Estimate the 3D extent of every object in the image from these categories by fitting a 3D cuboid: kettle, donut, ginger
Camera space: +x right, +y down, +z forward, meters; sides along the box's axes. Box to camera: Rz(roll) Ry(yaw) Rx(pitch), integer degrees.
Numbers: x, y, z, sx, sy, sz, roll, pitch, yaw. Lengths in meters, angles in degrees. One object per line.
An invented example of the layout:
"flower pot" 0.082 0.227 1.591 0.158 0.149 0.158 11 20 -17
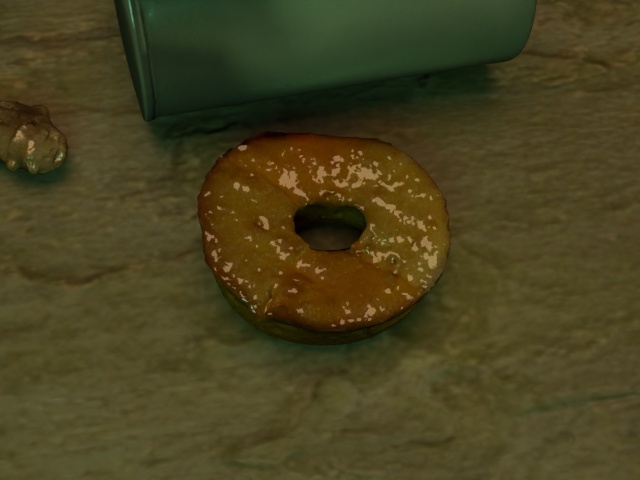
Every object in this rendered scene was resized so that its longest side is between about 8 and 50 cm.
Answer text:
"kettle" -0.001 -0.209 0.852 0.318 0.205 0.265 -10 28 -9
"donut" 0.000 0.002 0.832 0.190 0.075 0.174 -13 61 -15
"ginger" -0.344 -0.087 0.866 0.288 0.075 0.089 5 65 -6
